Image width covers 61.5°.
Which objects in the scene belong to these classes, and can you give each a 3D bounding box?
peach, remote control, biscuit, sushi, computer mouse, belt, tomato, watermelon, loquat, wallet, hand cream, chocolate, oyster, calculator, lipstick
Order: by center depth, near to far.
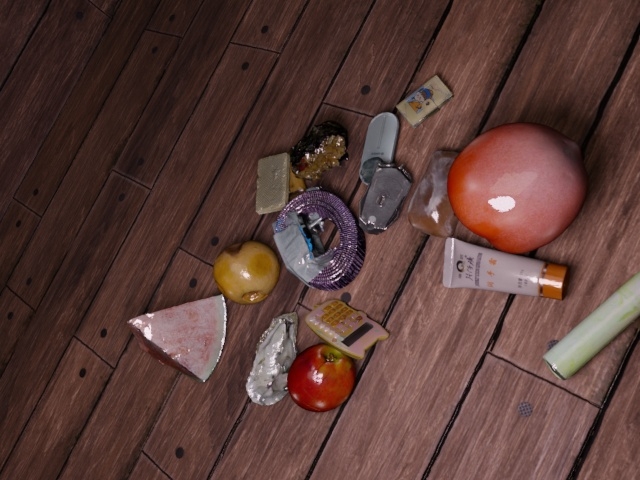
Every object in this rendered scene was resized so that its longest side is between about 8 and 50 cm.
[{"bbox_3d":[0.647,0.199,1.245,0.304,0.076,0.076,-46,58,8],"label":"lipstick"},{"bbox_3d":[0.484,-0.134,1.310,0.322,0.321,0.321,-10,69,26],"label":"tomato"},{"bbox_3d":[0.465,0.074,1.381,0.314,0.089,0.139,7,104,36],"label":"hand cream"},{"bbox_3d":[-0.005,0.386,1.483,0.197,0.197,0.197,-10,69,26],"label":"peach"},{"bbox_3d":[0.066,0.246,1.525,0.157,0.033,0.236,-31,47,-34],"label":"calculator"},{"bbox_3d":[0.341,-0.145,1.529,0.157,0.080,0.254,23,85,33],"label":"chocolate"},{"bbox_3d":[0.187,-0.126,1.602,0.126,0.071,0.231,23,87,5],"label":"computer mouse"},{"bbox_3d":[-0.142,0.356,1.616,0.199,0.087,0.252,-19,72,12],"label":"oyster"},{"bbox_3d":[0.000,0.000,1.646,0.260,0.122,0.324,-29,64,10],"label":"belt"},{"bbox_3d":[0.321,-0.430,1.664,0.155,0.039,0.110,-38,58,14],"label":"wallet"},{"bbox_3d":[0.188,-0.281,1.678,0.104,0.052,0.247,6,76,32],"label":"remote control"},{"bbox_3d":[-0.233,0.094,1.694,0.213,0.213,0.213,-10,69,26],"label":"loquat"},{"bbox_3d":[0.004,-0.278,1.733,0.212,0.147,0.115,-34,55,26],"label":"sushi"},{"bbox_3d":[-0.459,0.267,1.740,0.283,0.292,0.250,3,45,31],"label":"watermelon"},{"bbox_3d":[-0.159,-0.190,1.800,0.121,0.040,0.199,-9,69,25],"label":"biscuit"},{"bbox_3d":[-0.132,-0.205,1.837,0.174,0.039,0.183,-21,64,24],"label":"biscuit"}]
